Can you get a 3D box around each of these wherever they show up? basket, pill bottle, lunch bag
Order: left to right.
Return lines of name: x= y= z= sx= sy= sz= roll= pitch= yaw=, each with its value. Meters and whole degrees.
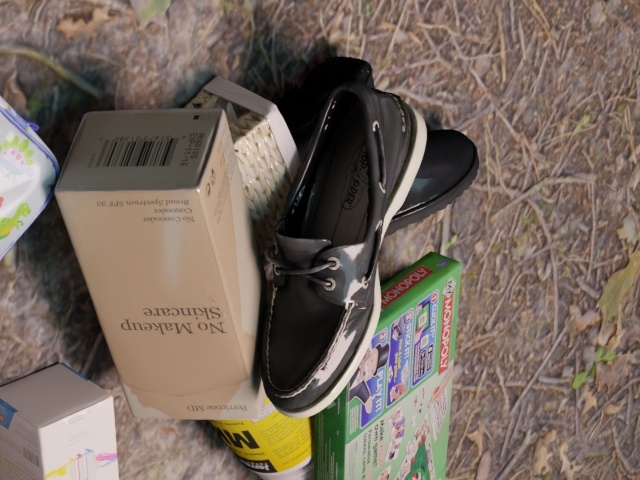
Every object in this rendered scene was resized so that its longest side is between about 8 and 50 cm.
lunch bag: x=-0.344 y=-0.068 z=1.572 sx=0.176 sy=0.090 sz=0.219 roll=-53 pitch=136 yaw=-11
basket: x=-0.086 y=-0.063 z=1.815 sx=0.103 sy=0.113 sz=0.167 roll=-38 pitch=131 yaw=-20
pill bottle: x=-0.060 y=0.183 z=1.949 sx=0.119 sy=0.119 sz=0.208 roll=-48 pitch=134 yaw=-17

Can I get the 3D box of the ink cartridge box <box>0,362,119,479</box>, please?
ink cartridge box: x=-0.264 y=0.214 z=1.784 sx=0.090 sy=0.092 sz=0.143 roll=-24 pitch=125 yaw=-36

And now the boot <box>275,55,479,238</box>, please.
boot: x=0.065 y=-0.114 z=1.948 sx=0.246 sy=0.094 sz=0.207 roll=-32 pitch=133 yaw=-23

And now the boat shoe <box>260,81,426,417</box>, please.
boat shoe: x=0.004 y=0.000 z=1.738 sx=0.113 sy=0.127 sz=0.340 roll=36 pitch=74 yaw=-52

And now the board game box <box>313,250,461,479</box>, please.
board game box: x=0.073 y=0.194 z=1.991 sx=0.213 sy=0.046 sz=0.317 roll=-34 pitch=135 yaw=-44

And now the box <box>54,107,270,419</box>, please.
box: x=-0.140 y=0.028 z=1.731 sx=0.121 sy=0.148 sz=0.311 roll=-77 pitch=160 yaw=-46
